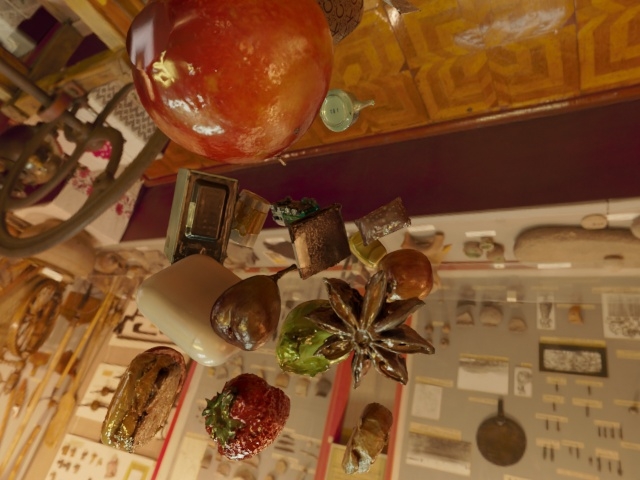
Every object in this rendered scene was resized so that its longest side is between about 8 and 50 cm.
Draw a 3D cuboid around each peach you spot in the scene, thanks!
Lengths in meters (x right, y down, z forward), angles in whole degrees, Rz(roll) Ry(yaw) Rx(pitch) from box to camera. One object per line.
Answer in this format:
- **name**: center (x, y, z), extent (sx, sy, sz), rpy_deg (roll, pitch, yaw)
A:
- **peach**: center (-0.165, -0.317, 0.790), extent (0.387, 0.389, 0.388), rpy_deg (12, 152, 6)

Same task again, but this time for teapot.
- **teapot**: center (0.089, -0.511, 1.675), extent (0.231, 0.159, 0.159), rpy_deg (2, 151, 40)

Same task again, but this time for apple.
- **apple**: center (0.300, 0.131, 1.552), extent (0.187, 0.211, 0.211), rpy_deg (4, 154, -11)

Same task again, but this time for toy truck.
- **toy truck**: center (-0.101, -0.102, 1.706), extent (0.215, 0.110, 0.116), rpy_deg (11, 121, 45)

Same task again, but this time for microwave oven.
- **microwave oven**: center (-0.455, -0.085, 1.665), extent (0.218, 0.355, 0.286), rpy_deg (10, -176, -28)

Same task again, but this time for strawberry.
- **strawberry**: center (-0.212, 0.550, 1.358), extent (0.257, 0.258, 0.276), rpy_deg (-12, 165, 41)

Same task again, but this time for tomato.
- **tomato**: center (-0.669, 0.542, 1.770), extent (0.200, 0.233, 0.139), rpy_deg (-6, -174, -37)

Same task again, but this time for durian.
- **durian**: center (-0.016, 0.316, 1.443), extent (0.255, 0.340, 0.205), rpy_deg (7, 110, -3)

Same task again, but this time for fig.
- **fig**: center (-0.154, 0.150, 1.117), extent (0.170, 0.274, 0.146), rpy_deg (24, 146, 26)

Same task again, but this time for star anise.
- **star anise**: center (0.116, 0.215, 1.045), extent (0.331, 0.117, 0.332), rpy_deg (8, 112, 21)

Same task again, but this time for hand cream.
- **hand cream**: center (0.188, -0.746, 1.317), extent (0.257, 0.084, 0.050), rpy_deg (43, 144, 32)

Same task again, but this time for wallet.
- **wallet**: center (0.000, 0.000, 1.615), extent (0.071, 0.262, 0.221), rpy_deg (10, 118, 46)

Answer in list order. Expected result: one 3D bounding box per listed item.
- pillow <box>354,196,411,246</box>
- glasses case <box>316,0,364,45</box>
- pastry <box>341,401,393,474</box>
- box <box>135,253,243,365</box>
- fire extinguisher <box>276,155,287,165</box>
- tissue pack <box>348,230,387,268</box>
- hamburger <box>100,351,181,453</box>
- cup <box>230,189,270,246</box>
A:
- **pillow**: center (0.199, -0.061, 1.411), extent (0.184, 0.118, 0.043), rpy_deg (-30, 148, 23)
- **glasses case**: center (0.008, -0.557, 1.071), extent (0.085, 0.355, 0.137), rpy_deg (12, 137, 33)
- **pastry**: center (0.142, 0.587, 1.282), extent (0.100, 0.229, 0.219), rpy_deg (24, 116, 13)
- **box**: center (-0.339, 0.192, 1.268), extent (0.348, 0.288, 0.141), rpy_deg (33, 126, 17)
- **fire extinguisher**: center (-0.171, -0.352, 1.855), extent (0.022, 0.028, 0.083), rpy_deg (-25, 159, 11)
- **tissue pack**: center (0.217, 0.040, 1.981), extent (0.178, 0.123, 0.127), rpy_deg (45, 172, 13)
- **hamburger**: center (-0.579, 0.518, 1.400), extent (0.174, 0.305, 0.284), rpy_deg (18, 160, -6)
- **cup**: center (-0.363, -0.115, 1.951), extent (0.241, 0.226, 0.185), rpy_deg (30, -171, -7)
